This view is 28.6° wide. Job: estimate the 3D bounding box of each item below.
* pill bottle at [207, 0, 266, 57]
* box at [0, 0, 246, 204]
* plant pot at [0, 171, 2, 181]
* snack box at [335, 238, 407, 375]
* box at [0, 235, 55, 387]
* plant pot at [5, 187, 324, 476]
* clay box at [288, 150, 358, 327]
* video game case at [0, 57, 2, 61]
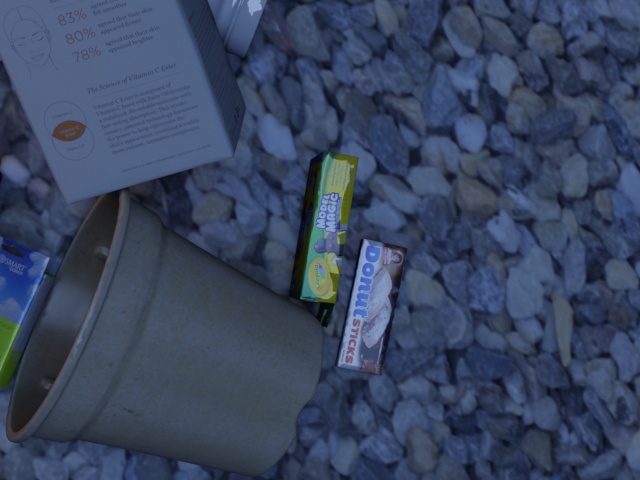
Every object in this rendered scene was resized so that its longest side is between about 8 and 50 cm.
[{"bbox_3d":[-0.226,-0.349,1.596,0.323,0.181,0.181,20,86,-8],"label":"pill bottle"},{"bbox_3d":[-0.246,-0.249,1.450,0.215,0.168,0.345,-15,114,9],"label":"box"},{"bbox_3d":[-0.545,-0.033,1.521,0.236,0.236,0.212,25,91,-8],"label":"plant pot"},{"bbox_3d":[0.069,0.091,1.711,0.064,0.022,0.178,12,87,-7],"label":"snack box"},{"bbox_3d":[-0.419,0.087,1.614,0.109,0.042,0.178,22,86,13],"label":"box"},{"bbox_3d":[-0.178,0.141,1.548,0.306,0.334,0.333,25,85,-19],"label":"plant pot"},{"bbox_3d":[0.000,0.000,1.650,0.053,0.127,0.222,10,87,-8],"label":"clay box"},{"bbox_3d":[-0.514,-0.283,1.587,0.201,0.023,0.183,-26,112,-19],"label":"video game case"}]
